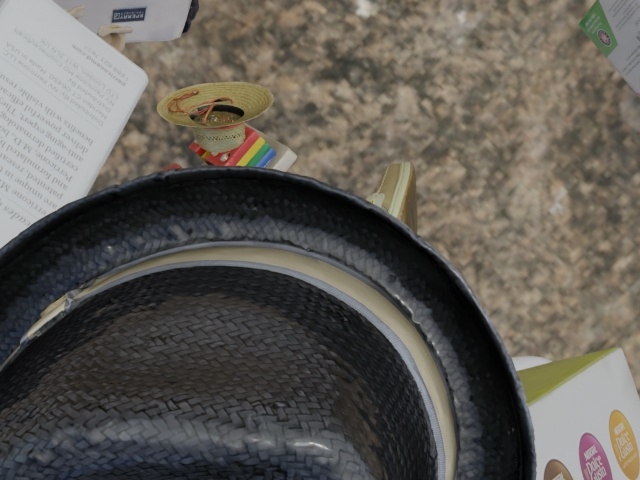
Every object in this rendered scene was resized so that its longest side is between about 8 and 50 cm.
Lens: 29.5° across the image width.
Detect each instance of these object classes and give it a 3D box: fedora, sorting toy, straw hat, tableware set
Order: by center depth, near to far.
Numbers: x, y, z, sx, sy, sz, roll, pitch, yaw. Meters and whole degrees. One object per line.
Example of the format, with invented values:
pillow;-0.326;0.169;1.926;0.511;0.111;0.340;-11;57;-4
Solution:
fedora;-0.070;0.128;0.547;0.333;0.152;0.334;2;100;10
straw hat;-0.126;-0.142;1.495;0.144;0.144;0.061;-17;122;-20
tableware set;-0.309;-0.213;1.519;0.141;0.020;0.169;-8;126;-55
sorting toy;-0.198;-0.108;2.171;0.255;0.257;0.089;-49;119;-3

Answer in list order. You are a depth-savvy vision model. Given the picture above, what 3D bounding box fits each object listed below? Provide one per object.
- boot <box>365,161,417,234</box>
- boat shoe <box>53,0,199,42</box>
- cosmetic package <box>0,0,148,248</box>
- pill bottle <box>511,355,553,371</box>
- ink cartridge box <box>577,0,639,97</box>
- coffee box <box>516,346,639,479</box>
boot;0.000;0.000;1.101;0.165;0.213;0.077;2;131;16
boat shoe;-0.354;-0.360;1.783;0.340;0.158;0.127;-7;126;-46
cosmetic package;-0.350;0.004;1.099;0.161;0.453;0.230;37;142;-21
pill bottle;0.186;0.242;1.103;0.136;0.246;0.136;-12;156;-6
ink cartridge box;0.371;-0.181;1.193;0.093;0.212;0.154;-36;174;-9
coffee box;0.057;0.295;0.850;0.338;0.335;0.337;-19;177;31
